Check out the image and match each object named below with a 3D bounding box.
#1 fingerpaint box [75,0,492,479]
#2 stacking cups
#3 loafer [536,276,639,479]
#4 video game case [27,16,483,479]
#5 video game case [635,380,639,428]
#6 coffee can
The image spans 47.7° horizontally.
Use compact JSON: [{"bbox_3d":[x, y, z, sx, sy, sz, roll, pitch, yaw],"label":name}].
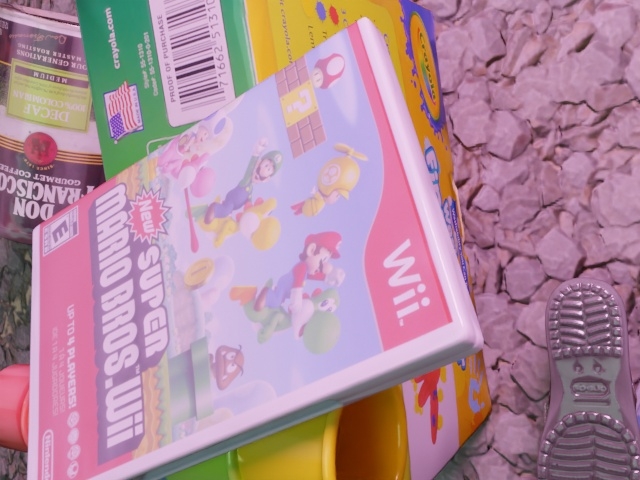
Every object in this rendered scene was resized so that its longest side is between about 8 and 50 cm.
[{"bbox_3d":[0.000,0.000,0.659,0.163,0.371,0.445,-8,93,30],"label":"fingerpaint box"},{"bbox_3d":[-0.107,0.116,0.467,0.316,0.096,0.096,-1,96,29],"label":"stacking cups"},{"bbox_3d":[0.260,0.158,0.684,0.094,0.087,0.251,4,94,27],"label":"loafer"},{"bbox_3d":[-0.066,0.020,0.420,0.285,0.025,0.204,-27,56,23],"label":"video game case"},{"bbox_3d":[0.394,0.131,0.633,0.193,0.023,0.213,25,110,28],"label":"video game case"},{"bbox_3d":[-0.337,-0.151,0.956,0.201,0.201,0.276,22,107,28],"label":"coffee can"}]
